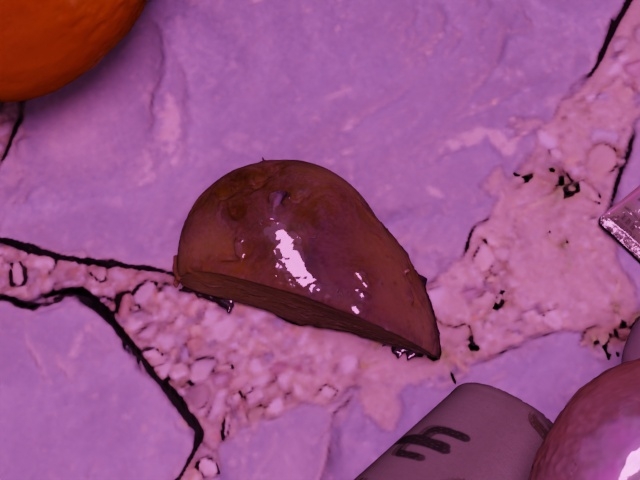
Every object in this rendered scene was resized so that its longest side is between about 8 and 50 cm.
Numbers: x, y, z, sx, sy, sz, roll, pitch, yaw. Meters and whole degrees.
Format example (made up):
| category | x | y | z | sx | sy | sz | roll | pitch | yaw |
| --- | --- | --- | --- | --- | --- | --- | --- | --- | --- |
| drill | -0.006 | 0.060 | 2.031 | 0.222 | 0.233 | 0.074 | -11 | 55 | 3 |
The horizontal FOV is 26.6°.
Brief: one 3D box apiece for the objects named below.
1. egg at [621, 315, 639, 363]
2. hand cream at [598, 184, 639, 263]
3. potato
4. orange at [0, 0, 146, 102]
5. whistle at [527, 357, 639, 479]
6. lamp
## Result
| category | x | y | z | sx | sy | sz | roll | pitch | yaw |
| --- | --- | --- | --- | --- | --- | --- | --- | --- | --- |
| egg | 0.235 | 0.065 | 0.751 | 0.135 | 0.103 | 0.103 | -16 | 73 | 1 |
| hand cream | 0.241 | -0.039 | 0.823 | 0.143 | 0.039 | 0.061 | -43 | 82 | 1 |
| potato | 0.000 | 0.000 | 0.796 | 0.172 | 0.089 | 0.100 | 18 | 73 | 11 |
| orange | -0.210 | -0.210 | 0.788 | 0.261 | 0.261 | 0.261 | -1 | 73 | 4 |
| whistle | 0.241 | 0.142 | 0.639 | 0.348 | 0.189 | 0.189 | -2 | 73 | 7 |
| lamp | 0.050 | 0.181 | 0.719 | 0.121 | 0.121 | 0.214 | 34 | 67 | 13 |
